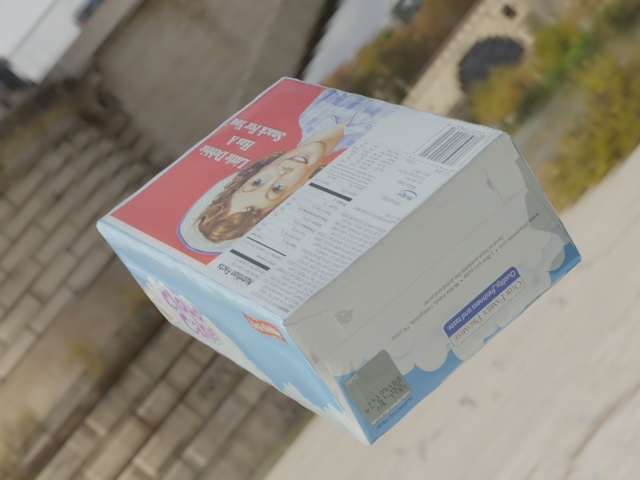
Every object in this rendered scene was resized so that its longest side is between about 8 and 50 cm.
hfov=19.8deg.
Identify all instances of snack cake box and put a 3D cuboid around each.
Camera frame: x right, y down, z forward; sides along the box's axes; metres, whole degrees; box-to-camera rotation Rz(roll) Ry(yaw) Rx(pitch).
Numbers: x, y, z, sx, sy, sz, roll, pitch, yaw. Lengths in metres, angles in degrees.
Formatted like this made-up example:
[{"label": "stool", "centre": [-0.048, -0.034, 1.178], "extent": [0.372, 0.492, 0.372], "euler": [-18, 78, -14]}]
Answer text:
[{"label": "snack cake box", "centre": [0.000, 0.000, 1.007], "extent": [0.152, 0.089, 0.264], "euler": [-41, 25, -13]}]
